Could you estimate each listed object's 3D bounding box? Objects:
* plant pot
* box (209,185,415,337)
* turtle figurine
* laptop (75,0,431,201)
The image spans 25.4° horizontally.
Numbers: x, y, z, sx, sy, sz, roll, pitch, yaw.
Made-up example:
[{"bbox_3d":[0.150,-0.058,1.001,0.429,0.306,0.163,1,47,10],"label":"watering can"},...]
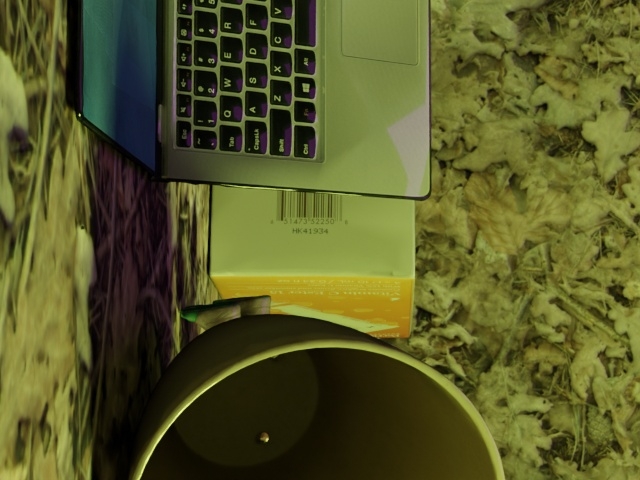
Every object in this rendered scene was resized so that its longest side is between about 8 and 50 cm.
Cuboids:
[{"bbox_3d":[-0.032,0.154,1.043,0.274,0.256,0.256,-134,-139,-71],"label":"plant pot"},{"bbox_3d":[0.000,0.000,1.621,0.345,0.215,0.168,76,14,-76],"label":"box"},{"bbox_3d":[-0.070,0.170,1.288,0.175,0.118,0.234,-15,99,-87],"label":"turtle figurine"},{"bbox_3d":[-0.026,-0.239,1.037,0.236,0.408,0.382,-8,-99,59],"label":"laptop"}]
